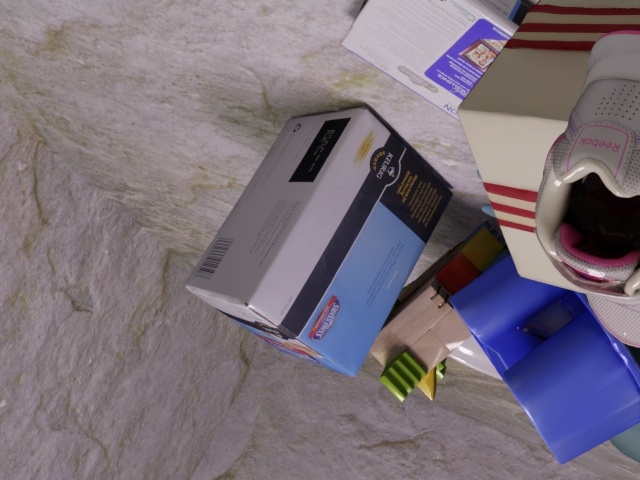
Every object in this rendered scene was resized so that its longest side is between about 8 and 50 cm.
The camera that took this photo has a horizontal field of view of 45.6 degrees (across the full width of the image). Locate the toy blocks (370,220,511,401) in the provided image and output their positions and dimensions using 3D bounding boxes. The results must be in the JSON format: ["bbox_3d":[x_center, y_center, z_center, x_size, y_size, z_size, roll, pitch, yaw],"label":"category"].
[{"bbox_3d":[0.225,0.084,1.259,0.190,0.261,0.381,47,-162,3],"label":"toy blocks"}]

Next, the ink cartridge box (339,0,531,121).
[{"bbox_3d":[0.142,-0.222,0.847,0.206,0.045,0.208,31,163,-8],"label":"ink cartridge box"}]

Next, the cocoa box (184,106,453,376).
[{"bbox_3d":[0.000,0.000,1.211,0.228,0.347,0.231,39,163,-29],"label":"cocoa box"}]

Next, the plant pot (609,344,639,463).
[{"bbox_3d":[0.579,0.227,1.025,0.341,0.341,0.334,35,170,-19],"label":"plant pot"}]

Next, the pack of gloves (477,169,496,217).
[{"bbox_3d":[0.301,-0.001,1.077,0.195,0.046,0.232,46,-174,-31],"label":"pack of gloves"}]

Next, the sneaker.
[{"bbox_3d":[0.192,-0.003,0.497,0.103,0.111,0.252,19,148,41],"label":"sneaker"}]

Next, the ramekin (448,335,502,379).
[{"bbox_3d":[0.332,0.166,1.540,0.277,0.135,0.277,26,163,9],"label":"ramekin"}]

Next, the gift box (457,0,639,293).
[{"bbox_3d":[0.313,-0.080,0.640,0.258,0.255,0.276,16,153,43],"label":"gift box"}]

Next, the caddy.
[{"bbox_3d":[0.309,0.134,0.964,0.241,0.179,0.341,58,-174,32],"label":"caddy"}]
